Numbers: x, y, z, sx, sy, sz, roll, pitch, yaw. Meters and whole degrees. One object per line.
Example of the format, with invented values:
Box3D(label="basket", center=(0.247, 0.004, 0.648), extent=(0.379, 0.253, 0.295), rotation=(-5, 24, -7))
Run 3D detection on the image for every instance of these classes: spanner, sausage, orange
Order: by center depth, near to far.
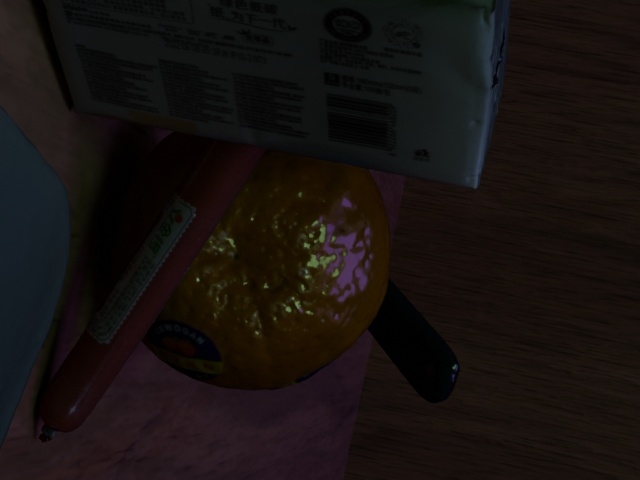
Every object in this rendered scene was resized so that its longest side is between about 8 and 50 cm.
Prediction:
Box3D(label="sausage", center=(-0.091, 0.013, 0.891), extent=(0.253, 0.034, 0.034), rotation=(-57, 172, 5))
Box3D(label="orange", center=(-0.043, 0.006, 0.977), extent=(0.155, 0.178, 0.177), rotation=(-38, 139, -72))
Box3D(label="spanner", center=(0.000, 0.000, 1.070), extent=(0.024, 0.316, 0.087), rotation=(0, 129, -40))

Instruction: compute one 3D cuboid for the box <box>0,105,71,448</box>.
Box3D(label="box", center=(-0.194, 0.097, 0.352), extent=(0.367, 0.090, 0.373), rotation=(69, 41, -72))

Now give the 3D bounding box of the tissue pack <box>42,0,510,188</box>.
Box3D(label="tissue pack", center=(-0.013, -0.140, 0.806), extent=(0.159, 0.229, 0.145), rotation=(84, 18, -60))
